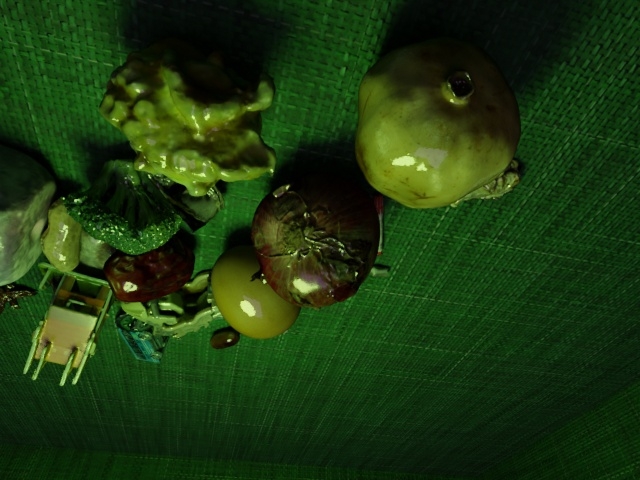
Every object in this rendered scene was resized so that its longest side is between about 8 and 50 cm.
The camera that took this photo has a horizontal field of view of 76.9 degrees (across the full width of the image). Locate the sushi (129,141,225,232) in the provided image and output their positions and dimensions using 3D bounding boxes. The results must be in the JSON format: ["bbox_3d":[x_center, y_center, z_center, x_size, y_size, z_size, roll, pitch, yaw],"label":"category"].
[{"bbox_3d":[-0.350,-0.163,1.026,0.109,0.134,0.273,-34,108,3],"label":"sushi"}]

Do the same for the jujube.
[{"bbox_3d":[-0.488,0.078,1.171,0.243,0.183,0.184,-27,145,-31],"label":"jujube"}]

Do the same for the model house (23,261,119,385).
[{"bbox_3d":[-0.789,0.271,1.244,0.242,0.313,0.357,24,153,-21],"label":"model house"}]

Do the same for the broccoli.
[{"bbox_3d":[-0.488,-0.081,1.032,0.268,0.261,0.242,-1,95,6],"label":"broccoli"}]

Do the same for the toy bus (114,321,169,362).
[{"bbox_3d":[-0.658,0.351,1.511,0.134,0.114,0.247,4,136,4],"label":"toy bus"}]

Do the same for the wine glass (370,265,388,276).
[{"bbox_3d":[0.182,0.103,1.333,0.083,0.039,0.042,5,132,-11],"label":"wine glass"}]

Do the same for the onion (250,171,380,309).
[{"bbox_3d":[-0.021,-0.001,1.020,0.353,0.354,0.354,0,135,0],"label":"onion"}]

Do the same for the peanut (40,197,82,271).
[{"bbox_3d":[-0.683,-0.012,1.076,0.099,0.099,0.214,17,108,-17],"label":"peanut"}]

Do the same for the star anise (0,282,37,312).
[{"bbox_3d":[-1.058,0.181,1.334,0.158,0.144,0.141,-28,101,-13],"label":"star anise"}]

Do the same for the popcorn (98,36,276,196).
[{"bbox_3d":[-0.255,-0.240,0.822,0.335,0.279,0.275,25,89,-22],"label":"popcorn"}]

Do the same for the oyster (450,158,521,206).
[{"bbox_3d":[0.436,-0.140,1.070,0.163,0.081,0.191,26,132,-29],"label":"oyster"}]

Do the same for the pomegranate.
[{"bbox_3d":[0.222,-0.229,0.798,0.332,0.333,0.333,0,135,0],"label":"pomegranate"}]

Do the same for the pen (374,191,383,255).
[{"bbox_3d":[0.171,-0.045,1.192,0.028,0.028,0.239,-5,135,4],"label":"pen"}]

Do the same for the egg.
[{"bbox_3d":[-0.194,0.154,1.229,0.249,0.250,0.323,-21,121,19],"label":"egg"}]

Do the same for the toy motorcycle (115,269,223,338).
[{"bbox_3d":[-0.467,0.214,1.335,0.409,0.169,0.237,-6,146,-16],"label":"toy motorcycle"}]

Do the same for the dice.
[{"bbox_3d":[-0.839,-0.068,0.986,0.271,0.270,0.270,19,130,-18],"label":"dice"}]

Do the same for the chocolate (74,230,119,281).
[{"bbox_3d":[-0.661,0.040,1.223,0.185,0.101,0.303,16,135,-20],"label":"chocolate"}]

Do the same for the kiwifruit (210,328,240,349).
[{"bbox_3d":[-0.374,0.386,1.577,0.124,0.075,0.075,-22,131,16],"label":"kiwifruit"}]
